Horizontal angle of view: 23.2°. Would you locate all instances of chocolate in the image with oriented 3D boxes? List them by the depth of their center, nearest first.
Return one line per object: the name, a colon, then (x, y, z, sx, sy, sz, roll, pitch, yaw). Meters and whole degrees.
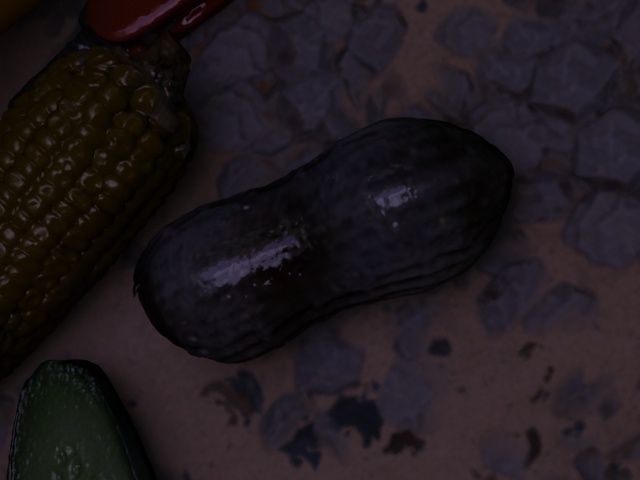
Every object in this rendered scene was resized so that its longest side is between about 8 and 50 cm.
chocolate: (0.000, 0.000, 0.953, 0.248, 0.110, 0.110, -26, 74, 12)

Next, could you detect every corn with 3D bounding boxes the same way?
corn: (-0.191, -0.004, 1.005, 0.119, 0.119, 0.322, 42, 94, 19)

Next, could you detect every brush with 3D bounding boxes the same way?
brush: (-0.084, -0.184, 1.039, 0.323, 0.051, 0.070, -41, 74, 7)

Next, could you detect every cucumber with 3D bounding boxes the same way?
cucumber: (-0.133, 0.192, 0.980, 0.115, 0.063, 0.243, -16, 76, 23)

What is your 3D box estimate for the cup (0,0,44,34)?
cup: (-0.262, -0.185, 0.989, 0.196, 0.196, 0.279, 33, 70, 20)
